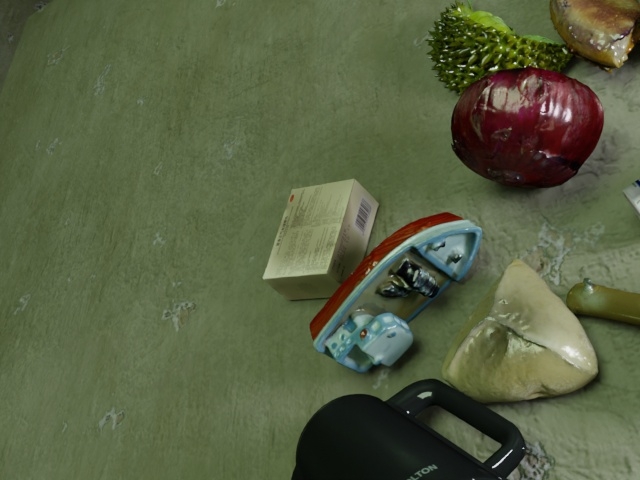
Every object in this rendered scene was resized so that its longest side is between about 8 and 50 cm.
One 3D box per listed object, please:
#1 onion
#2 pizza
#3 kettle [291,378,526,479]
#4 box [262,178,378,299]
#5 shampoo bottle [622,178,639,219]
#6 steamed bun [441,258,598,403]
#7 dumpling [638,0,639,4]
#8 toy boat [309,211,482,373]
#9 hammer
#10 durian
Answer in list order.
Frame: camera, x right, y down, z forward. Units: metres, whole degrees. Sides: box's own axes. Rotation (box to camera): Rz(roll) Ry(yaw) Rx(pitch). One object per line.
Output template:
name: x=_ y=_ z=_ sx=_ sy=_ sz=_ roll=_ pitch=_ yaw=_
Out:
onion: x=0.328 y=-0.177 z=1.318 sx=0.246 sy=0.246 sz=0.190 roll=1 pitch=70 yaw=41
pizza: x=0.495 y=-0.399 z=1.446 sx=0.161 sy=0.085 sz=0.305 roll=-8 pitch=44 yaw=9
kettle: x=0.121 y=0.319 z=1.108 sx=0.262 sy=0.203 sz=0.308 roll=-60 pitch=30 yaw=-1
box: x=0.000 y=0.000 z=1.568 sx=0.168 sy=0.095 sz=0.212 roll=-5 pitch=56 yaw=37
shampoo bottle: x=0.587 y=-0.117 z=1.151 sx=0.303 sy=0.092 sz=0.092 roll=-34 pitch=43 yaw=17
steamed bun: x=0.272 y=0.154 z=1.203 sx=0.212 sy=0.110 sz=0.231 roll=-42 pitch=39 yaw=11
dumpling: x=0.660 y=-0.406 z=1.225 sx=0.320 sy=0.212 sz=0.270 roll=7 pitch=67 yaw=56
toy boat: x=0.137 y=0.089 z=1.340 sx=0.332 sy=0.145 sz=0.133 roll=-47 pitch=41 yaw=11
hammer: x=0.462 y=0.098 z=1.101 sx=0.202 sy=0.113 sz=0.305 roll=-55 pitch=33 yaw=-12
durian: x=0.327 y=-0.372 z=1.591 sx=0.169 sy=0.157 sz=0.355 roll=-19 pitch=37 yaw=-22
